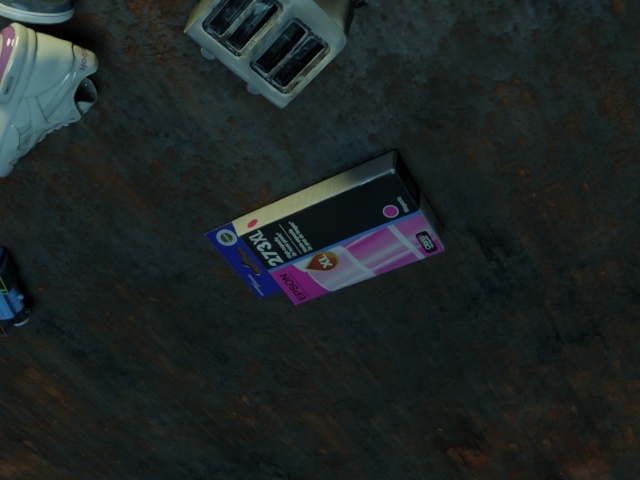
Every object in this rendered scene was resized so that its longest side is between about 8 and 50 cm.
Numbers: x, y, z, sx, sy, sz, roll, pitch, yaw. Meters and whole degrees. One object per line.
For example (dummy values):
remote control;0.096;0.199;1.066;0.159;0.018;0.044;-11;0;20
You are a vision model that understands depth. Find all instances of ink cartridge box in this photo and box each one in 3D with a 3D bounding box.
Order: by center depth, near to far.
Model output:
ink cartridge box;0.000;0.000;1.231;0.371;0.069;0.175;-21;124;25

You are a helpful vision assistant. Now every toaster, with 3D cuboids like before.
toaster;-0.058;-0.284;0.968;0.168;0.110;0.186;37;124;-22

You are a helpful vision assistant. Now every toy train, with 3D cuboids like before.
toy train;-0.600;0.097;1.377;0.105;0.080;0.184;-5;129;4

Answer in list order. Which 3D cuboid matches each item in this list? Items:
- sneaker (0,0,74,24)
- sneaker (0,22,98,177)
sneaker;-0.410;-0.382;0.948;0.226;0.086;0.163;24;131;-11
sneaker;-0.415;-0.180;1.097;0.152;0.114;0.305;4;151;-32
